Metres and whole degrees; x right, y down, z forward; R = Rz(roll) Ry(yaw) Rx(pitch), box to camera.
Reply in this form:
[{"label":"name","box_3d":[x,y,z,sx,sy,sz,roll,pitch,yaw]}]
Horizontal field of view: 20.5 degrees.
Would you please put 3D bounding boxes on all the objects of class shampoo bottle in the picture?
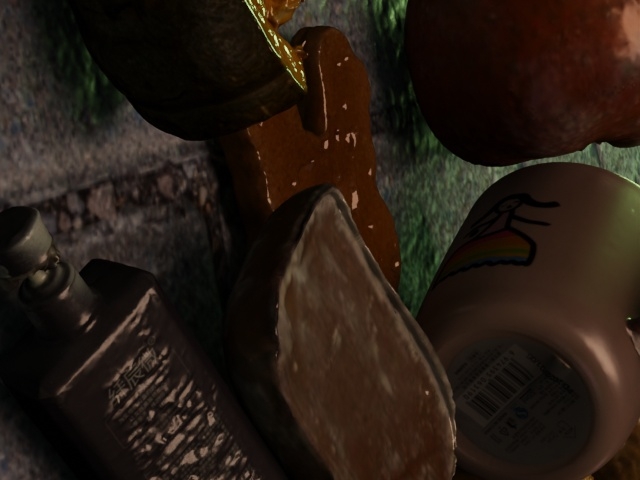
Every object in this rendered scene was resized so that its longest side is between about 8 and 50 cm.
[{"label":"shampoo bottle","box_3d":[-0.104,0.100,1.022,0.098,0.071,0.309,-47,131,-22]}]

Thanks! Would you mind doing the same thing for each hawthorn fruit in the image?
[{"label":"hawthorn fruit","box_3d":[0.172,-0.170,1.404,0.263,0.235,0.231,56,2,21]}]

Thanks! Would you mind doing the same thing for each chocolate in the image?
[{"label":"chocolate","box_3d":[0.001,0.097,1.146,0.254,0.080,0.157,61,38,-35]}]

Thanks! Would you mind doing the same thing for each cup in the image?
[{"label":"cup","box_3d":[0.195,0.062,1.321,0.191,0.253,0.200,64,31,-18]}]

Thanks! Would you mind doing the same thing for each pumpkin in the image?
[{"label":"pumpkin","box_3d":[-0.086,-0.175,1.067,0.131,0.126,0.248,50,26,-34]}]

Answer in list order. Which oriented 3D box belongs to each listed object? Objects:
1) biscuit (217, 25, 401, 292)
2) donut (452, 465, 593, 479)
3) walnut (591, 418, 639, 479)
[{"label":"biscuit","box_3d":[-0.003,0.000,1.245,0.186,0.044,0.295,-22,106,-55]},{"label":"donut","box_3d":[0.147,0.270,1.401,0.277,0.108,0.277,13,75,-58]},{"label":"walnut","box_3d":[0.237,0.139,1.535,0.155,0.155,0.184,-58,135,-45]}]
